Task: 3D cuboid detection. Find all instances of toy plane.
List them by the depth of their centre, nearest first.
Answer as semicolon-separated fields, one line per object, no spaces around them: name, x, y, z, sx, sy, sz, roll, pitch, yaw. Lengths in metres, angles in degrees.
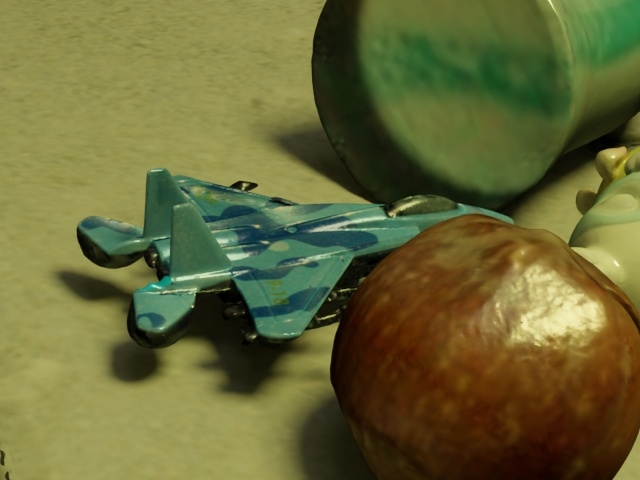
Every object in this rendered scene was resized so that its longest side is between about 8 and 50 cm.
toy plane;-0.001;0.007;0.844;0.246;0.078;0.169;1;29;-30

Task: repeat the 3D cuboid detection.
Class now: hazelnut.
hazelnut;0.077;0.058;0.711;0.143;0.143;0.154;-9;32;-32

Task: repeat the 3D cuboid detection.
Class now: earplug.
earplug;0.156;-0.130;1.074;0.185;0.185;0.324;26;24;26

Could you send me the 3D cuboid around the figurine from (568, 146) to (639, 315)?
figurine;0.198;0.003;0.866;0.236;0.127;0.155;-1;48;-14
